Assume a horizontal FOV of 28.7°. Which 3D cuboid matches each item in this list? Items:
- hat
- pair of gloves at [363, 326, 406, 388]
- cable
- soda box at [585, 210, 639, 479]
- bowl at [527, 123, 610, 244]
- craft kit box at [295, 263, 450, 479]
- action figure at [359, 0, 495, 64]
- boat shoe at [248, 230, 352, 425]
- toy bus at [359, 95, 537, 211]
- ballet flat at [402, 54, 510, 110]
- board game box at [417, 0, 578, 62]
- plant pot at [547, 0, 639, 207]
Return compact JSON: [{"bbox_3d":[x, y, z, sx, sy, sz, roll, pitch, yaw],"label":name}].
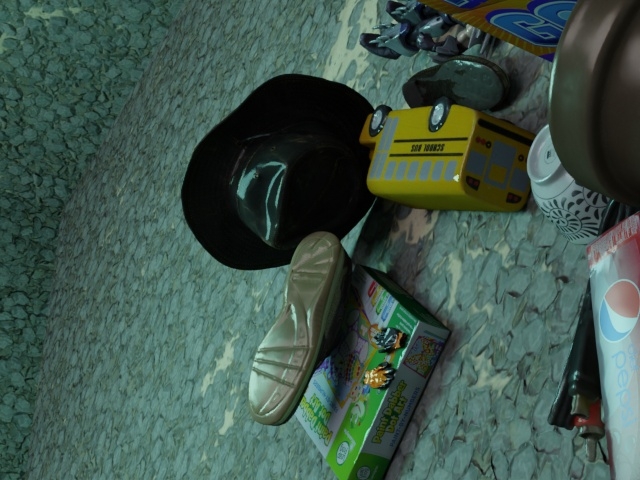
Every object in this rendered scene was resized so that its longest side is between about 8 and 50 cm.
[{"bbox_3d":[-0.030,-0.070,1.835,0.331,0.331,0.134,-63,33,18],"label":"hat"},{"bbox_3d":[0.082,0.153,1.633,0.074,0.010,0.083,-5,66,65],"label":"pair of gloves"},{"bbox_3d":[0.295,0.087,1.274,0.139,0.072,0.287,113,177,-59],"label":"cable"},{"bbox_3d":[0.310,0.108,1.130,0.083,0.092,0.263,-46,36,51],"label":"soda box"},{"bbox_3d":[0.286,-0.087,1.412,0.170,0.080,0.170,-48,32,44],"label":"bowl"},{"bbox_3d":[0.062,0.184,1.734,0.246,0.061,0.250,-69,22,9],"label":"craft kit box"},{"bbox_3d":[0.180,-0.333,1.831,0.285,0.099,0.185,-9,55,60],"label":"action figure"},{"bbox_3d":[-0.017,0.131,1.768,0.103,0.092,0.285,4,70,38],"label":"boat shoe"},{"bbox_3d":[0.160,-0.112,1.683,0.333,0.108,0.130,6,79,66],"label":"toy bus"},{"bbox_3d":[0.195,-0.220,1.752,0.058,0.084,0.250,-31,11,-21],"label":"ballet flat"},{"bbox_3d":[0.276,-0.430,1.354,0.356,0.356,0.356,4,75,66],"label":"board game box"},{"bbox_3d":[0.368,-0.120,1.091,0.229,0.263,0.263,37,107,47],"label":"plant pot"}]
